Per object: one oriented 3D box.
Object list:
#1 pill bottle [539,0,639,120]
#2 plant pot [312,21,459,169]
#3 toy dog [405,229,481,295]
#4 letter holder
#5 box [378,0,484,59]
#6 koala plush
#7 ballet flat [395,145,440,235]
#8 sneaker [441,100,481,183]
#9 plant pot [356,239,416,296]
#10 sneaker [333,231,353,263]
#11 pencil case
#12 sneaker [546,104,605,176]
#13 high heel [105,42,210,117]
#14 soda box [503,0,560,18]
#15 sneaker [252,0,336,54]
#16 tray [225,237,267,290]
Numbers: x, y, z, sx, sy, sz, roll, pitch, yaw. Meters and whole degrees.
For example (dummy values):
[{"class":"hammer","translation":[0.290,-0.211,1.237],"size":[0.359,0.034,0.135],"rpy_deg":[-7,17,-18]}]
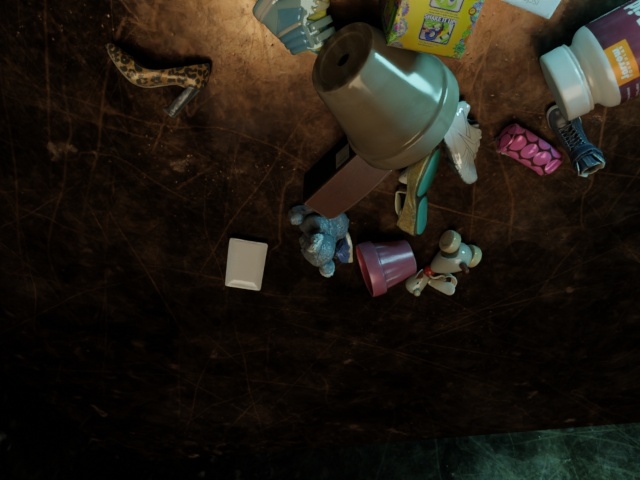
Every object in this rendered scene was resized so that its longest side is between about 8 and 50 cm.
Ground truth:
[{"class":"pill bottle","translation":[0.781,-0.478,1.249],"size":[0.392,0.224,0.224],"rpy_deg":[-26,127,23]},{"class":"plant pot","translation":[0.137,-0.378,1.253],"size":[0.323,0.323,0.280],"rpy_deg":[-34,141,29]},{"class":"toy dog","translation":[0.460,0.122,1.862],"size":[0.220,0.161,0.334],"rpy_deg":[11,132,-8]},{"class":"letter holder","translation":[0.120,-0.199,1.587],"size":[0.214,0.152,0.302],"rpy_deg":[32,126,-27]},{"class":"box","translation":[0.255,-0.607,1.105],"size":[0.177,0.290,0.279],"rpy_deg":[9,133,-6]},{"class":"koala plush","translation":[0.000,0.000,1.725],"size":[0.203,0.221,0.196],"rpy_deg":[-11,131,12]},{"class":"ballet flat","translation":[0.306,-0.168,1.644],"size":[0.123,0.123,0.348],"rpy_deg":[2,131,1]},{"class":"sneaker","translation":[0.438,-0.290,1.522],"size":[0.129,0.111,0.297],"rpy_deg":[-31,132,7]},{"class":"plant pot","translation":[0.245,0.085,1.829],"size":[0.180,0.201,0.201],"rpy_deg":[-17,132,-3]},{"class":"sneaker","translation":[0.075,0.031,1.862],"size":[0.084,0.058,0.152],"rpy_deg":[-9,139,-1]},{"class":"pencil case","translation":[0.642,-0.274,1.536],"size":[0.209,0.095,0.098],"rpy_deg":[24,94,-16]},{"class":"sneaker","translation":[0.754,-0.289,1.470],"size":[0.086,0.163,0.226],"rpy_deg":[-31,123,29]},{"class":"high heel","translation":[-0.447,-0.498,1.394],"size":[0.186,0.093,0.261],"rpy_deg":[-43,112,13]},{"class":"soda box","translation":[0.480,-0.624,1.227],"size":[0.216,0.074,0.069],"rpy_deg":[14,132,-11]},{"class":"sneaker","translation":[0.002,-0.586,1.213],"size":[0.319,0.127,0.208],"rpy_deg":[-32,103,38]},{"class":"tray","translation":[-0.291,0.090,1.952],"size":[0.145,0.030,0.270],"rpy_deg":[10,133,-6]}]
